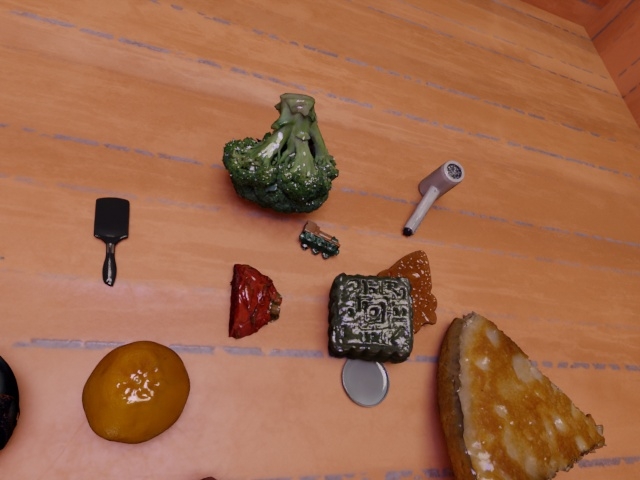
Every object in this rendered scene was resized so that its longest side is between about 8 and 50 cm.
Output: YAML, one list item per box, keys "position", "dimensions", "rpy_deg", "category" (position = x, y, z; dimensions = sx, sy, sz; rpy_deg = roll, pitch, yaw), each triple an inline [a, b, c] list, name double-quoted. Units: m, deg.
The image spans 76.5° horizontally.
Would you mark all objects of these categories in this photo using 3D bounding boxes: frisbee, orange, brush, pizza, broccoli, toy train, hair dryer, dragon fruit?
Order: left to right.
- position: [-0.412, -0.001, 0.798]
  dimensions: [0.063, 0.016, 0.193]
  rpy_deg: [1, 62, -22]
  category: "brush"
- position: [-0.289, 0.238, 0.645]
  dimensions: [0.159, 0.136, 0.158]
  rpy_deg: [12, 56, -19]
  category: "orange"
- position: [-0.125, 0.113, 0.821]
  dimensions: [0.107, 0.083, 0.162]
  rpy_deg: [10, 57, -21]
  category: "dragon fruit"
- position: [-0.078, -0.184, 0.894]
  dimensions: [0.270, 0.270, 0.270]
  rpy_deg: [13, 31, -8]
  category: "broccoli"
- position: [0.000, 0.000, 0.960]
  dimensions: [0.103, 0.044, 0.064]
  rpy_deg: [26, 45, -8]
  category: "toy train"
- position: [0.095, 0.292, 0.852]
  dimensions: [0.110, 0.014, 0.110]
  rpy_deg: [10, 60, -17]
  category: "frisbee"
- position: [0.290, -0.108, 1.105]
  dimensions: [0.073, 0.131, 0.236]
  rpy_deg: [40, 69, -2]
  category: "hair dryer"
- position: [0.431, 0.397, 0.872]
  dimensions: [0.406, 0.130, 0.439]
  rpy_deg: [24, 46, -10]
  category: "pizza"

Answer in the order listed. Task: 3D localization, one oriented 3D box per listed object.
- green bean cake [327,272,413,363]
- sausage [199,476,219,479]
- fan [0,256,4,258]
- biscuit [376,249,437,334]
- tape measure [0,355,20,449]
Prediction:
- position: [0.108, 0.159, 0.855]
  dimensions: [0.182, 0.094, 0.173]
  rpy_deg: [6, 62, -2]
  category: "green bean cake"
- position: [-0.207, 0.442, 0.564]
  dimensions: [0.255, 0.148, 0.148]
  rpy_deg: [-21, 73, -30]
  category: "sausage"
- position: [-0.609, 0.018, 0.710]
  dimensions: [0.080, 0.003, 0.060]
  rpy_deg: [-19, 72, -30]
  category: "fan"
- position: [0.197, 0.132, 0.966]
  dimensions: [0.183, 0.043, 0.280]
  rpy_deg: [29, 54, -1]
  category: "biscuit"
- position: [-0.539, 0.235, 0.546]
  dimensions: [0.223, 0.135, 0.202]
  rpy_deg: [23, 46, -13]
  category: "tape measure"
